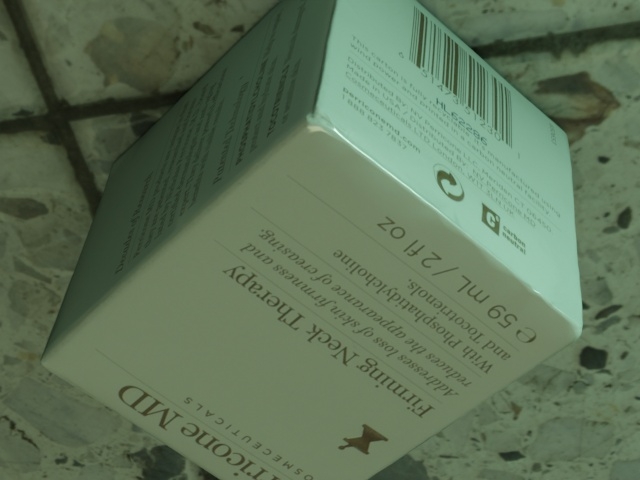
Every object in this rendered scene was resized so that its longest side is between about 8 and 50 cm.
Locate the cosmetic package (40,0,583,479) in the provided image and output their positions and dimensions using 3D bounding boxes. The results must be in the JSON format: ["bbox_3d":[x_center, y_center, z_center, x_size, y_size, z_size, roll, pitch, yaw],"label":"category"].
[{"bbox_3d":[0.000,0.000,1.319,0.329,0.327,0.394,37,124,-21],"label":"cosmetic package"}]
